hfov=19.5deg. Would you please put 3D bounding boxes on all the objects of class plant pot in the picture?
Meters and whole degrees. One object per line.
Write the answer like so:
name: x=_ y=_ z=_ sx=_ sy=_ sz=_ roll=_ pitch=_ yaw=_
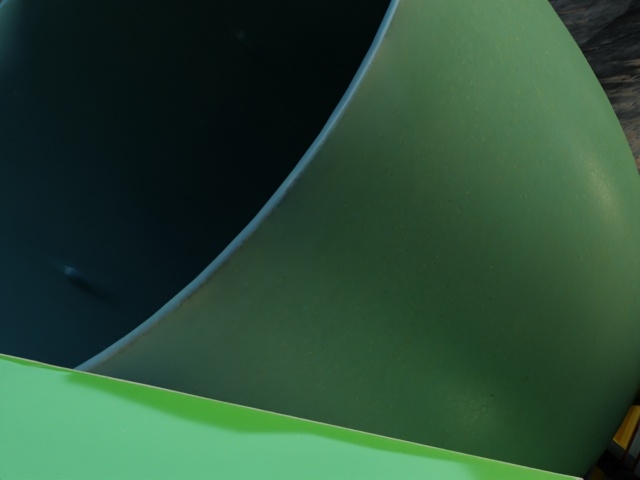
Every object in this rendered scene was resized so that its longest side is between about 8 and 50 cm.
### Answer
plant pot: x=0.000 y=0.000 z=0.767 sx=0.293 sy=0.235 sz=0.293 roll=-31 pitch=38 yaw=28

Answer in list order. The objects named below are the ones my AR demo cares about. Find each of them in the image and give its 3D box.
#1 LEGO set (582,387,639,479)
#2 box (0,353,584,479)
LEGO set: x=0.128 y=0.139 z=0.872 sx=0.331 sy=0.192 sz=0.255 roll=-9 pitch=51 yaw=46
box: x=-0.043 y=0.159 z=0.617 sx=0.262 sy=0.231 sz=0.126 roll=10 pitch=58 yaw=21
